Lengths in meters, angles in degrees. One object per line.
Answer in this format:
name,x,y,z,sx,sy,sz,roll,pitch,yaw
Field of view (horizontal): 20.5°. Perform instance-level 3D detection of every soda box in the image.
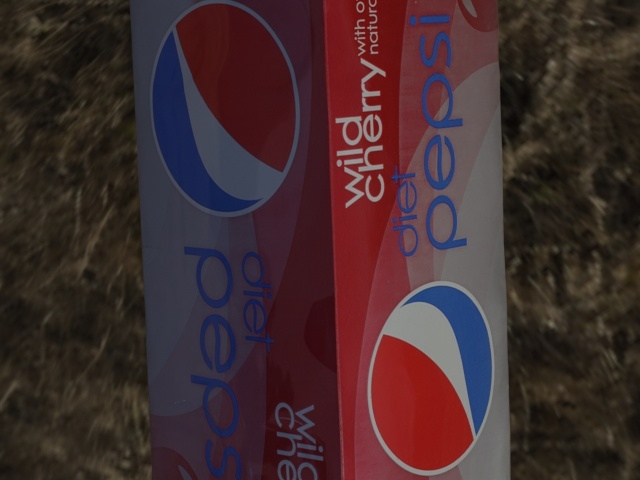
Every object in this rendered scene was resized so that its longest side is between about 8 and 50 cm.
soda box,0.000,0.000,0.563,0.092,0.083,0.263,4,99,43
